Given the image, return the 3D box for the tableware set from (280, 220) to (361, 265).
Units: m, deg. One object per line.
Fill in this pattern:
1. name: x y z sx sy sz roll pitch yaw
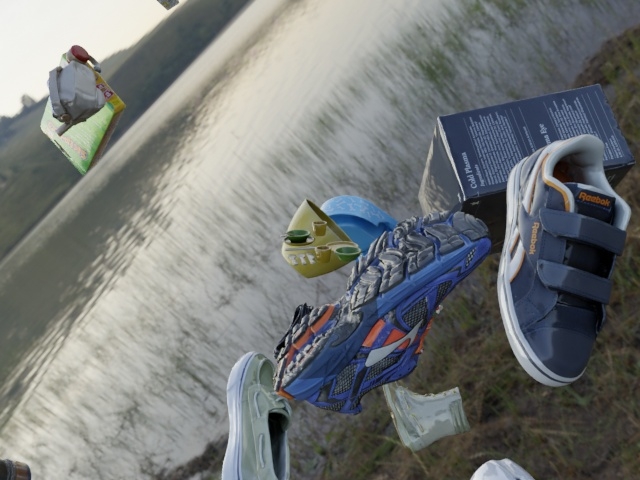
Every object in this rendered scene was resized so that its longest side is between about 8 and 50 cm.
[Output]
1. tableware set: 0.000 0.000 0.986 0.104 0.024 0.154 -3 16 -8

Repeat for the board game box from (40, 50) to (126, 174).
1. board game box: -0.420 -0.214 1.217 0.039 0.124 0.259 -44 6 -37

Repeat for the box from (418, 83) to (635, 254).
1. box: 0.380 -0.115 1.377 0.313 0.178 0.343 -13 -22 -4

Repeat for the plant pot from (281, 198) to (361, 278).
1. plant pot: -0.011 0.008 1.197 0.095 0.134 0.134 -44 18 7

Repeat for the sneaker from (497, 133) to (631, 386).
1. sneaker: 0.299 0.011 0.856 0.127 0.126 0.320 137 143 -56

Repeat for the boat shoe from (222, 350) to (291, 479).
1. boat shoe: -0.090 0.296 1.134 0.094 0.109 0.302 -25 35 16

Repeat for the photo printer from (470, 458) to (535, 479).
1. photo printer: 0.305 0.526 1.102 0.256 0.107 0.307 -117 30 -60

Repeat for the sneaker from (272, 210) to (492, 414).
1. sneaker: 0.057 0.062 0.570 0.221 0.087 0.083 -45 23 24

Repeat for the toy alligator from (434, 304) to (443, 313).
1. toy alligator: 0.257 0.179 1.774 0.056 0.051 0.189 -56 -1 -21

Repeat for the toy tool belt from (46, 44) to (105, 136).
1. toy tool belt: -0.235 -0.140 0.651 0.051 0.052 0.083 -37 53 26

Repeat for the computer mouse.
1. computer mouse: 0.019 0.174 1.354 0.262 0.060 0.184 -7 39 35

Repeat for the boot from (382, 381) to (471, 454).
1. boot: 0.236 0.361 1.597 0.165 0.077 0.213 -21 62 4

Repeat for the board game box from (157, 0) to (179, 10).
1. board game box: -0.287 -0.448 1.100 0.026 0.154 0.103 -25 64 17

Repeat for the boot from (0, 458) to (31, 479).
1. boot: -0.401 0.329 0.727 0.082 0.106 0.219 0 62 38

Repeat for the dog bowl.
1. dog bowl: 0.109 0.008 1.508 0.166 0.297 0.074 -34 33 39
